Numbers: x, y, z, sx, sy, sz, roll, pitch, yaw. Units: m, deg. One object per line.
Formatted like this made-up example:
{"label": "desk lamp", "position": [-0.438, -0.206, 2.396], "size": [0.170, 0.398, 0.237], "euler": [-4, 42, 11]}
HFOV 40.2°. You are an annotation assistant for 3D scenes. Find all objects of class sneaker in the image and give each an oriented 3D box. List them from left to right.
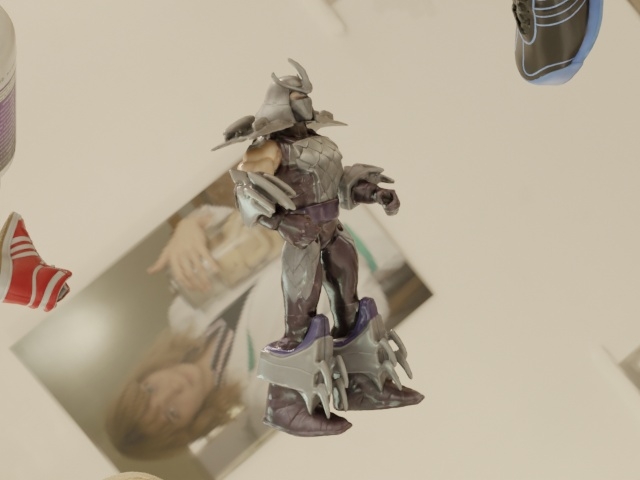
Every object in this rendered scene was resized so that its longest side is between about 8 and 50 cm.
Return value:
{"label": "sneaker", "position": [-0.257, 0.021, 0.782], "size": [0.067, 0.042, 0.118], "euler": [19, -151, -25]}
{"label": "sneaker", "position": [0.167, -0.207, 0.653], "size": [0.232, 0.090, 0.081], "euler": [95, 163, -51]}

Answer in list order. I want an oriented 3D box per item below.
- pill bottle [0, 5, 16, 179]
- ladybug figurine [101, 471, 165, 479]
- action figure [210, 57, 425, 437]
{"label": "pill bottle", "position": [-0.307, -0.105, 0.719], "size": [0.108, 0.108, 0.193], "euler": [49, 145, 17]}
{"label": "ladybug figurine", "position": [-0.145, 0.403, 0.714], "size": [0.162, 0.305, 0.449], "euler": [34, -147, -38]}
{"label": "action figure", "position": [0.000, 0.000, 0.684], "size": [0.099, 0.185, 0.285], "euler": [-4, 98, 39]}
